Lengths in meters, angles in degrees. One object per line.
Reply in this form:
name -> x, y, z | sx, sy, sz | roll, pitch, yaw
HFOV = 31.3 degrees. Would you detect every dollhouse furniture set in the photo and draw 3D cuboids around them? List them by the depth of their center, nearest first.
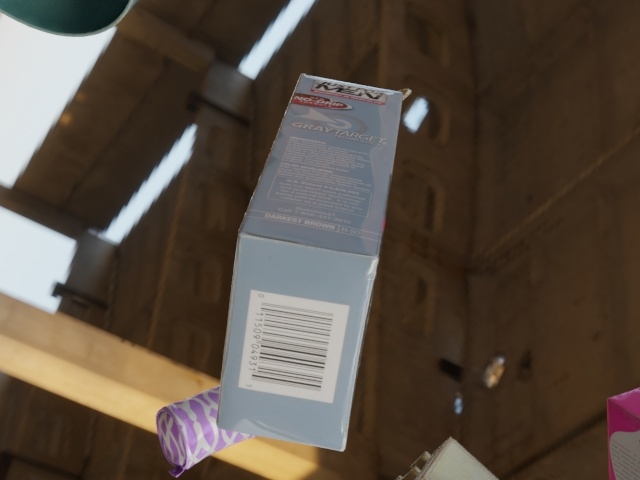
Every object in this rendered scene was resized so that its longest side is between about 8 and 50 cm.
dollhouse furniture set -> 0.163, 0.420, 1.631 | 0.212, 0.161, 0.242 | -43, 172, -49

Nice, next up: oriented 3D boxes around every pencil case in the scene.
pencil case -> -0.106, 0.222, 1.452 | 0.086, 0.206, 0.088 | 19, -61, 56

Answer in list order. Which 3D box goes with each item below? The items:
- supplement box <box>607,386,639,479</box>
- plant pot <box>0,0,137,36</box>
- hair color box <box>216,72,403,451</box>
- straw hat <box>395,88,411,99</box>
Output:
supplement box -> 0.456, 0.309, 1.512 | 0.111, 0.114, 0.220 | 34, -44, 59
plant pot -> -0.243, -0.370, 1.091 | 0.290, 0.290, 0.195 | -31, -160, 54
hair color box -> 0.000, 0.000, 1.046 | 0.374, 0.114, 0.185 | -77, 176, -62
straw hat -> 0.047, -0.111, 1.275 | 0.144, 0.061, 0.144 | -24, -166, 6
